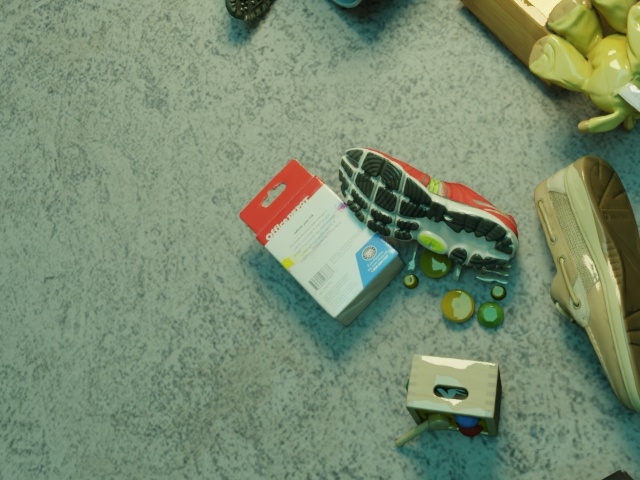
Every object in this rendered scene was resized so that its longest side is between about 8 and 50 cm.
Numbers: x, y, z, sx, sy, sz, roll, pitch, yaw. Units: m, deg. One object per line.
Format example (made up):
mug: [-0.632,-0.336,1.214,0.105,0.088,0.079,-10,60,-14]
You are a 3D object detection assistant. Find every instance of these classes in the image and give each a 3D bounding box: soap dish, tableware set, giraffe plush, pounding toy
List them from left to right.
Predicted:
pounding toy: [0.165,0.223,0.957,0.141,0.130,0.100,3,64,19]
tableware set: [0.195,0.066,1.039,0.154,0.024,0.104,13,83,20]
soap dish: [0.376,-0.406,1.057,0.290,0.118,0.229,-39,67,6]
giraffe plush: [0.410,-0.234,0.957,0.181,0.170,0.210,-36,70,36]

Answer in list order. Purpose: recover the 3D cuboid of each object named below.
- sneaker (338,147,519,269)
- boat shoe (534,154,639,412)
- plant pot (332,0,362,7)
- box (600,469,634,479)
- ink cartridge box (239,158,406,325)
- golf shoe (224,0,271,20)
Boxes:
sneaker: [0.154,-0.050,1.031,0.279,0.118,0.107,30,121,9]
boat shoe: [0.370,0.062,0.945,0.110,0.121,0.341,-31,59,48]
plant pot: [0.090,-0.552,1.126,0.255,0.272,0.272,-33,67,-9]
box: [0.310,0.503,0.773,0.318,0.097,0.395,-34,90,5]
ink cartridge box: [0.000,0.000,1.088,0.134,0.078,0.231,-45,67,1]
golf shoe: [-0.135,-0.504,1.273,0.120,0.105,0.273,-2,68,34]
